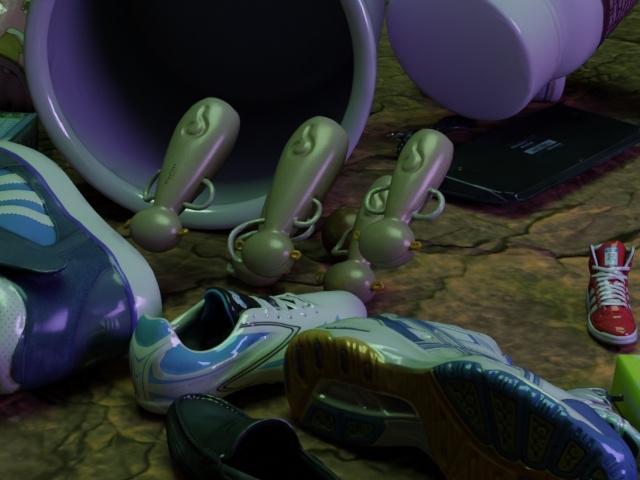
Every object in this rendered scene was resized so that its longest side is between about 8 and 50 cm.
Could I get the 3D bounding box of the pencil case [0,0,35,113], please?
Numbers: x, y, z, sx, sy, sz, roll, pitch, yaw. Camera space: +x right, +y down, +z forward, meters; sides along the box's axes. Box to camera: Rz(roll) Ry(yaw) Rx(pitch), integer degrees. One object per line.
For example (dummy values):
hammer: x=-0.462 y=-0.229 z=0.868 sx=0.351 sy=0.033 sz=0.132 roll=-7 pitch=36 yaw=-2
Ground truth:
pencil case: x=-0.362 y=-0.295 z=1.928 sx=0.167 sy=0.160 sz=0.386 roll=-3 pitch=58 yaw=6

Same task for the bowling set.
bowling set: x=0.000 y=0.000 z=1.581 sx=0.287 sy=0.200 sz=0.154 roll=9 pitch=62 yaw=32

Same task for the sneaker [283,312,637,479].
sneaker: x=0.118 y=0.112 z=1.331 sx=0.296 sy=0.111 sz=0.131 roll=22 pitch=28 yaw=35

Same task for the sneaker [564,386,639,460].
sneaker: x=0.219 y=0.134 z=1.391 sx=0.098 sy=0.038 sz=0.069 roll=22 pitch=29 yaw=35

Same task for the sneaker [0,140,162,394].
sneaker: x=-0.303 y=0.017 z=1.449 sx=0.236 sy=0.130 sz=0.323 roll=-10 pitch=32 yaw=-40

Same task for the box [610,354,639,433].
box: x=0.298 y=0.142 z=1.385 sx=0.109 sy=0.042 sz=0.178 roll=1 pitch=22 yaw=-8

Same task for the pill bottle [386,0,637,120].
pill bottle: x=0.256 y=-0.321 z=2.045 sx=0.224 sy=0.224 sz=0.392 roll=19 pitch=49 yaw=31

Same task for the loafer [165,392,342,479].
loafer: x=-0.039 y=0.153 z=1.243 sx=0.076 sy=0.078 sz=0.223 roll=-8 pitch=26 yaw=-29

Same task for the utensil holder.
utensil holder: x=-0.094 y=-0.224 z=1.839 sx=0.328 sy=0.327 sz=0.385 roll=6 pitch=20 yaw=4

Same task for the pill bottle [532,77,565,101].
pill bottle: x=0.204 y=-0.217 z=2.163 sx=0.169 sy=0.094 sz=0.094 roll=4 pitch=22 yaw=-2

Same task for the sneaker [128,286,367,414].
sneaker: x=-0.049 y=0.071 z=1.431 sx=0.085 sy=0.086 sz=0.237 roll=23 pitch=27 yaw=40

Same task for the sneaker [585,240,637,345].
sneaker: x=0.255 y=0.042 z=1.582 sx=0.042 sy=0.067 sz=0.118 roll=3 pitch=23 yaw=-3

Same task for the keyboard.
keyboard: x=0.202 y=-0.100 z=1.965 sx=0.202 sy=0.033 sz=0.317 roll=20 pitch=26 yaw=30

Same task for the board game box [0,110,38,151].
board game box: x=-0.377 y=-0.071 z=1.741 sx=0.194 sy=0.060 sz=0.194 roll=3 pitch=22 yaw=-4
